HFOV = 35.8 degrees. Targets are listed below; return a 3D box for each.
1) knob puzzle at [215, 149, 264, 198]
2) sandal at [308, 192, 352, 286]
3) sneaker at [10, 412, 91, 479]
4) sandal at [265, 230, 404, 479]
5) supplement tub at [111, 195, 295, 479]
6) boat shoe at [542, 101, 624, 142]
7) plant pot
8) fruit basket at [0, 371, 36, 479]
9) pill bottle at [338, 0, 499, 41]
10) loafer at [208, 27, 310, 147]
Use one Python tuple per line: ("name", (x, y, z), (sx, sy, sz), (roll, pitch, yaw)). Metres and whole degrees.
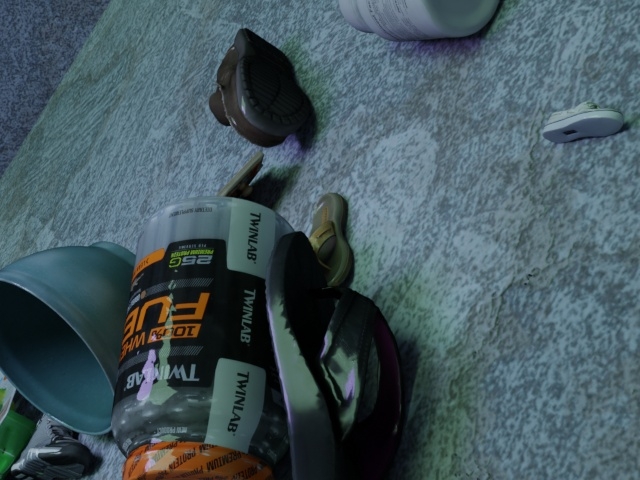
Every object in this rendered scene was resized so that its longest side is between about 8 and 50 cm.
("knob puzzle", (-0.148, -0.045, 1.516), (0.213, 0.030, 0.213), (-48, 0, 0))
("sandal", (0.000, 0.000, 1.267), (0.072, 0.049, 0.180), (-39, 34, 32))
("sneaker", (-0.423, 0.314, 1.598), (0.229, 0.086, 0.132), (-24, 41, 48))
("sandal", (0.034, 0.166, 0.978), (0.107, 0.167, 0.445), (-21, 47, 12))
("supplement tub", (-0.129, 0.135, 1.155), (0.207, 0.207, 0.338), (-32, 44, 40))
("boat shoe", (0.263, -0.123, 0.987), (0.100, 0.035, 0.035), (-10, 57, 63))
("plant pot", (-0.358, 0.123, 1.518), (0.293, 0.293, 0.196), (-21, 18, 48))
("fruit basket", (-0.659, 0.366, 1.841), (0.327, 0.165, 0.353), (-54, 25, 8))
("pill bottle", (0.122, -0.331, 1.313), (0.131, 0.131, 0.229), (-62, 28, -6))
("loafer", (-0.107, -0.224, 1.596), (0.130, 0.134, 0.366), (-53, 19, 19))
